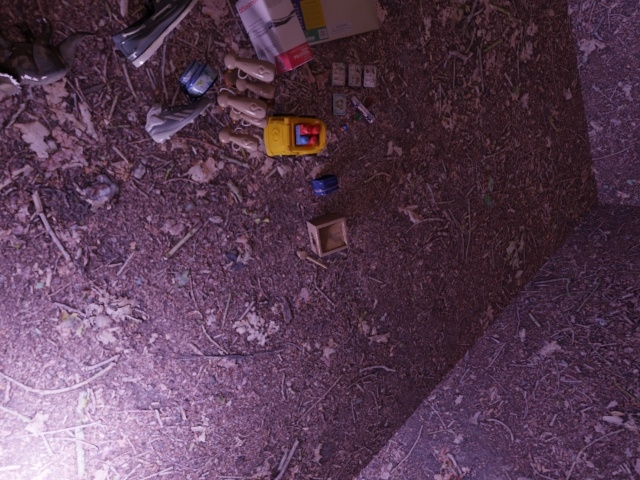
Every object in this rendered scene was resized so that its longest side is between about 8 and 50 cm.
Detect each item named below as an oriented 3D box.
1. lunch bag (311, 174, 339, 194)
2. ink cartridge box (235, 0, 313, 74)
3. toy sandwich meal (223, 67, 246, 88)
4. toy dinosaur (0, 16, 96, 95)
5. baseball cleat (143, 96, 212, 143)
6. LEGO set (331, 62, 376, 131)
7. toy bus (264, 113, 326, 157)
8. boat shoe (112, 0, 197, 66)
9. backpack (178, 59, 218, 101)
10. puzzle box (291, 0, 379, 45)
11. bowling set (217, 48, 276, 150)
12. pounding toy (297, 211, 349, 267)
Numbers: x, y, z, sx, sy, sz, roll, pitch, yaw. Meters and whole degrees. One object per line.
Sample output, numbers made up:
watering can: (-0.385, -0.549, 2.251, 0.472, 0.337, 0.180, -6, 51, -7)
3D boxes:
lunch bag: (0.023, -0.207, 1.571, 0.099, 0.067, 0.065, -23, 112, -29)
ink cartridge box: (-0.145, -0.654, 1.304, 0.100, 0.172, 0.237, -36, 117, -23)
toy sandwich meal: (-0.269, -0.526, 1.335, 0.086, 0.029, 0.085, -7, 104, -32)
toy dinosaur: (-0.714, -0.448, 1.028, 0.314, 0.121, 0.160, -30, 127, -30)
baseball cleat: (-0.422, -0.373, 1.213, 0.206, 0.072, 0.109, -38, 118, 1)
LEGO set: (0.123, -0.541, 1.597, 0.183, 0.060, 0.244, -5, 102, -20)
toy bus: (-0.051, -0.356, 1.407, 0.220, 0.211, 0.149, -9, 103, -33)
boat shoe: (-0.442, -0.631, 1.151, 0.099, 0.116, 0.319, 41, 82, -36)
backpack: (-0.363, -0.477, 1.232, 0.084, 0.114, 0.105, 37, 80, -33)
puzzle box: (0.014, -0.837, 1.445, 0.409, 0.052, 0.272, -26, 113, -26)
bowling set: (-0.235, -0.435, 1.326, 0.154, 0.200, 0.286, 16, 106, -4)
pounding toy: (-0.004, 0.010, 1.590, 0.206, 0.094, 0.181, -19, 115, -19)
